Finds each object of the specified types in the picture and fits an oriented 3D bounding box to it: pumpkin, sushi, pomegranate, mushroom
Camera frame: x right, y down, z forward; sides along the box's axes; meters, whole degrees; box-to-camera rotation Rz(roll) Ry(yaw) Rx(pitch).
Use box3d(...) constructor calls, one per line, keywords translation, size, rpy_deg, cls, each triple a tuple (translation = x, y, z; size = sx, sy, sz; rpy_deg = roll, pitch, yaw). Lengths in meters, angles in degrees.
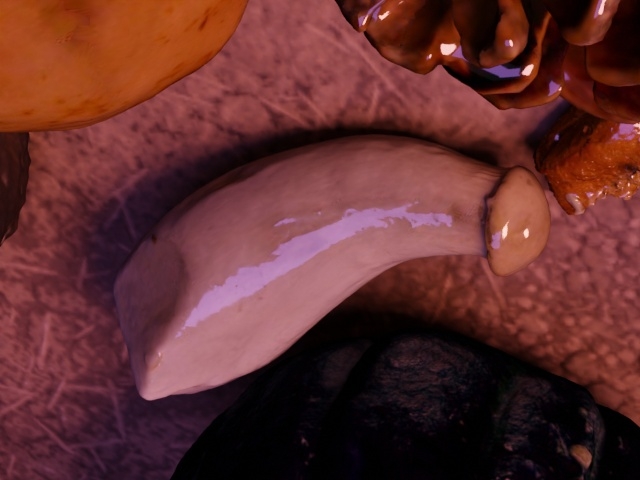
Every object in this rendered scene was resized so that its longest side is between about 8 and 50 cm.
box3d(translation=(0.065, 0.227, 1.028), size=(0.363, 0.266, 0.363), rpy_deg=(13, 129, 16), cls="pumpkin")
box3d(translation=(0.161, -0.052, 0.899), size=(0.060, 0.061, 0.118), rpy_deg=(30, 153, -17), cls="sushi")
box3d(translation=(-0.144, -0.166, 0.805), size=(0.248, 0.248, 0.248), rpy_deg=(11, 132, 13), cls="pomegranate")
box3d(translation=(0.000, 0.000, 0.969), size=(0.270, 0.103, 0.118), rpy_deg=(-24, 82, 28), cls="mushroom")

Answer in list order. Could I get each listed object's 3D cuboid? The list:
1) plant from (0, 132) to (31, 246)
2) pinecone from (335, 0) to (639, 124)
box3d(translation=(-0.283, -0.015, 0.987), size=(0.178, 0.234, 0.204), rpy_deg=(-9, 130, 34), cls="plant")
box3d(translation=(0.104, -0.165, 0.686), size=(0.244, 0.309, 0.244), rpy_deg=(7, 106, 27), cls="pinecone")
